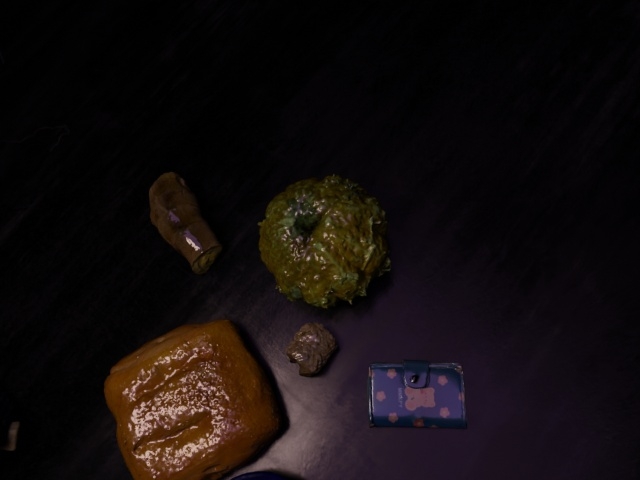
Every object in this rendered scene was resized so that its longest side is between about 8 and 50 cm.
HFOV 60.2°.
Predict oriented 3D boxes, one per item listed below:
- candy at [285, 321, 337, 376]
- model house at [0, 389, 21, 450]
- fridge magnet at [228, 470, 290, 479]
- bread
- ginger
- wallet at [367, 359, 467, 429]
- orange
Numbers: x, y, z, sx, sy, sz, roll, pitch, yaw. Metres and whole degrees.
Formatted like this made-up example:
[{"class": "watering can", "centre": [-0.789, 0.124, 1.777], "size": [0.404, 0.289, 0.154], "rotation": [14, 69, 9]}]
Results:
[{"class": "candy", "centre": [-0.024, 0.239, 1.210], "size": [0.095, 0.085, 0.110], "rotation": [41, 71, 11]}, {"class": "model house", "centre": [-0.809, 0.466, 1.195], "size": [0.284, 0.243, 0.298], "rotation": [5, 98, -15]}, {"class": "fridge magnet", "centre": [-0.125, 0.590, 1.070], "size": [0.266, 0.112, 0.265], "rotation": [-8, 59, 13]}, {"class": "bread", "centre": [-0.275, 0.342, 1.174], "size": [0.328, 0.148, 0.337], "rotation": [-27, 70, -1]}, {"class": "ginger", "centre": [-0.337, -0.045, 1.344], "size": [0.109, 0.116, 0.263], "rotation": [-46, 70, 36]}, {"class": "wallet", "centre": [0.197, 0.319, 1.152], "size": [0.202, 0.059, 0.141], "rotation": [-2, 69, 9]}, {"class": "orange", "centre": [0.000, 0.000, 1.211], "size": [0.300, 0.223, 0.301], "rotation": [-4, 71, 14]}]
